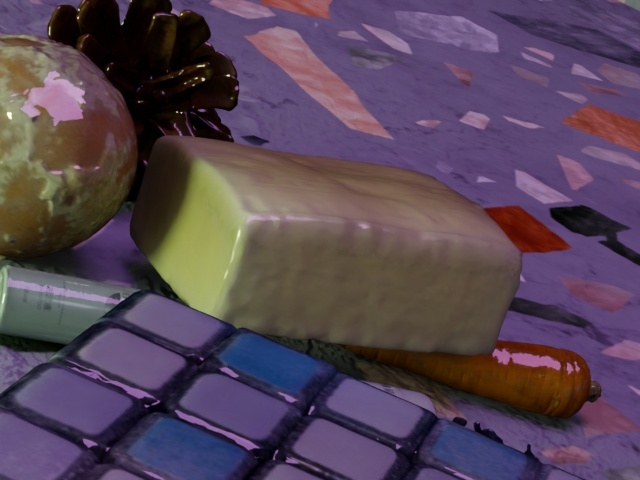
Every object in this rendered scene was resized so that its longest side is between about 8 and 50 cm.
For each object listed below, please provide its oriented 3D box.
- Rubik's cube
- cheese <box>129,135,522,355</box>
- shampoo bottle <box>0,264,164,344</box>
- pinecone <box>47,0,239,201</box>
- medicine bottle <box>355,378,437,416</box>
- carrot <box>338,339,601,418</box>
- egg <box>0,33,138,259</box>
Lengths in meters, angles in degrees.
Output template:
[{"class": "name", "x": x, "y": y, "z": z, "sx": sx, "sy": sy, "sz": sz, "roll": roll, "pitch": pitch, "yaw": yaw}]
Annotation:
[{"class": "Rubik's cube", "x": -0.047, "y": 0.233, "z": 0.785, "sx": 0.292, "sy": 0.287, "sz": 0.293, "roll": 21, "pitch": 22, "yaw": 8}, {"class": "cheese", "x": 0.000, "y": 0.000, "z": 1.504, "sx": 0.266, "sy": 0.123, "sz": 0.242, "roll": 8, "pitch": 12, "yaw": -26}, {"class": "shampoo bottle", "x": -0.162, "y": 0.062, "z": 1.399, "sx": 0.195, "sy": 0.056, "sz": 0.056, "roll": 10, "pitch": 24, "yaw": -19}, {"class": "pinecone", "x": -0.178, "y": -0.143, "z": 1.688, "sx": 0.202, "sy": 0.201, "sz": 0.229, "roll": -25, "pitch": 74, "yaw": -26}, {"class": "medicine bottle", "x": -0.048, "y": 0.133, "z": 1.274, "sx": 0.260, "sy": 0.095, "sz": 0.095, "roll": 11, "pitch": 23, "yaw": -19}, {"class": "carrot", "x": 0.124, "y": 0.104, "z": 1.532, "sx": 0.257, "sy": 0.061, "sz": 0.061, "roll": 14, "pitch": 22, "yaw": -4}, {"class": "egg", "x": -0.253, "y": -0.077, "z": 1.480, "sx": 0.233, "sy": 0.195, "sz": 0.195, "roll": 20, "pitch": 19, "yaw": 36}]
